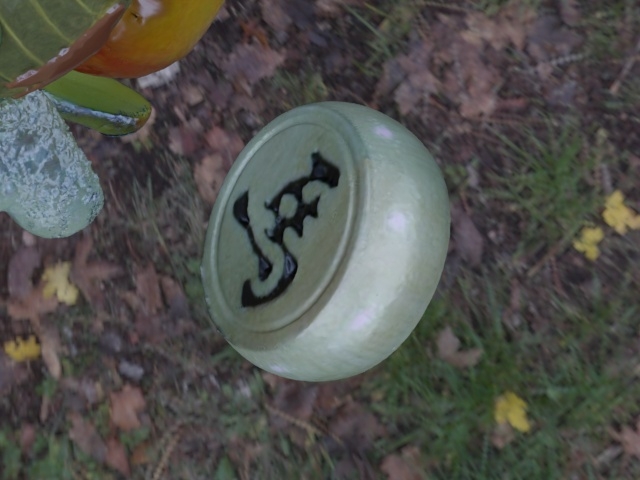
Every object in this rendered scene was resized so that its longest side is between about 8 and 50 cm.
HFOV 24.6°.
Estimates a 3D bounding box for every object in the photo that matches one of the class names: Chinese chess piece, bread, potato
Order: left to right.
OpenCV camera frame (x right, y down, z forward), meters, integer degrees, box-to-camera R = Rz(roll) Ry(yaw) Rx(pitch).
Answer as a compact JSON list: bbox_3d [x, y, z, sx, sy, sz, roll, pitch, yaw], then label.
[{"bbox_3d":[-0.321,-0.090,1.555,0.232,0.064,0.172,13,91,-35],"label":"bread"},{"bbox_3d":[-0.315,-0.180,1.866,0.198,0.119,0.054,13,121,-29],"label":"potato"},{"bbox_3d":[0.000,0.000,1.298,0.101,0.250,0.250,21,105,-38],"label":"Chinese chess piece"}]

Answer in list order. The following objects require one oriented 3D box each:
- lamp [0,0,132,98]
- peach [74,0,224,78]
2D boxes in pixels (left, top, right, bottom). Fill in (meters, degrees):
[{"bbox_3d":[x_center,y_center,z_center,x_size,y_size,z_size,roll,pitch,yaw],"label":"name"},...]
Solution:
[{"bbox_3d":[-0.223,-0.190,0.758,0.284,0.250,0.250,2,112,13],"label":"lamp"},{"bbox_3d":[-0.212,-0.318,1.314,0.289,0.373,0.373,1,111,7],"label":"peach"}]
